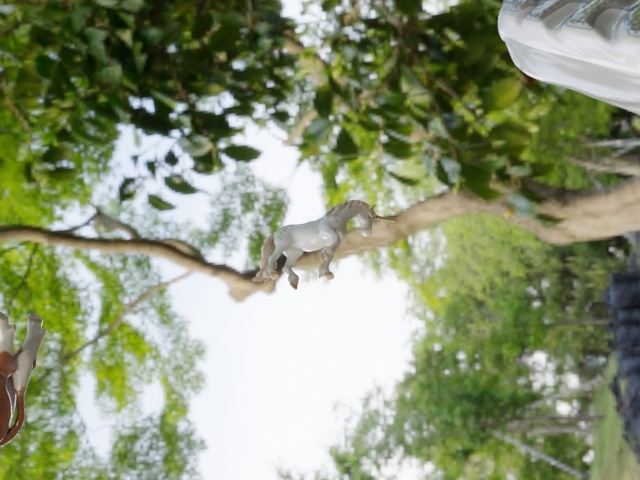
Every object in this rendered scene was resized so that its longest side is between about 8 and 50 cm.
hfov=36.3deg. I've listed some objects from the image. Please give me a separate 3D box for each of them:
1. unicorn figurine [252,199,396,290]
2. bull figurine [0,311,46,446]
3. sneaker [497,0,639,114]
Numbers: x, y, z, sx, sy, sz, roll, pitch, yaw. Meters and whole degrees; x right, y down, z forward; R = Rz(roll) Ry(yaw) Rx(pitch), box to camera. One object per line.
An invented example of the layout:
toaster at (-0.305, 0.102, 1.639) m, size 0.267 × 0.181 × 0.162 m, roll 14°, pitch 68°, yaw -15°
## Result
unicorn figurine at (0.000, 0.000, 1.128) m, size 0.060 × 0.162 × 0.111 m, roll 74°, pitch -161°, yaw -45°
bull figurine at (-0.472, 0.127, 1.115) m, size 0.310 × 0.101 × 0.188 m, roll 30°, pitch -88°, yaw -25°
sneaker at (0.199, -0.044, 0.385) m, size 0.105 × 0.281 × 0.115 m, roll -49°, pitch -31°, yaw -34°
